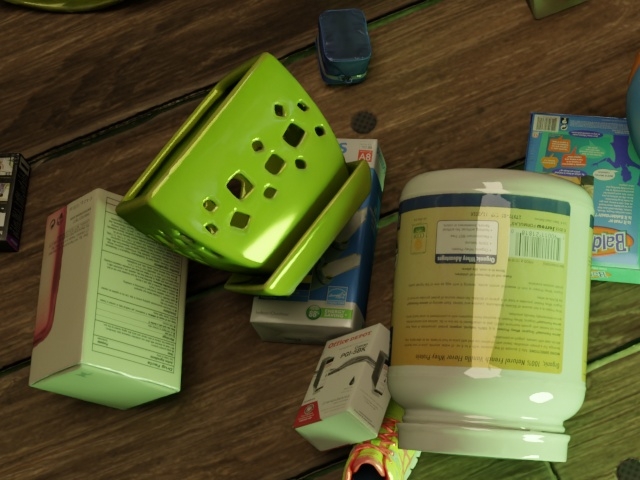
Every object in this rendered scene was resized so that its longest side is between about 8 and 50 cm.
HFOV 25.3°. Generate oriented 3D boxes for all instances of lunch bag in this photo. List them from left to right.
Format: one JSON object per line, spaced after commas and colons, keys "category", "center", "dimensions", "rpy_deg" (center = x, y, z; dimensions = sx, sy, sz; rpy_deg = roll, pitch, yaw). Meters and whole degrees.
{"category": "lunch bag", "center": [0.031, -0.257, 1.934], "dimensions": [0.067, 0.065, 0.098], "rpy_deg": [-3, 64, -8]}

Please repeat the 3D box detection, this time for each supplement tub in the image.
{"category": "supplement tub", "center": [0.194, 0.090, 1.635], "dimensions": [0.228, 0.228, 0.316], "rpy_deg": [3, 82, 12]}

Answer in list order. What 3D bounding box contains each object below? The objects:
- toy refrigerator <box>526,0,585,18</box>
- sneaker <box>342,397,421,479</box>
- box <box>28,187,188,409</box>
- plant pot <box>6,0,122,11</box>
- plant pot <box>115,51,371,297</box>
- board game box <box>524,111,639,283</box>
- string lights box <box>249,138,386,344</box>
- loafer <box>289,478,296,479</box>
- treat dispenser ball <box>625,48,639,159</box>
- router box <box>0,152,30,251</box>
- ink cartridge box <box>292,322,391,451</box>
{"category": "toy refrigerator", "center": [0.296, -0.411, 1.837], "dimensions": [0.094, 0.269, 0.102], "rpy_deg": [-21, 63, 0]}
{"category": "sneaker", "center": [0.070, 0.256, 1.681], "dimensions": [0.081, 0.094, 0.208], "rpy_deg": [4, 66, 14]}
{"category": "box", "center": [-0.260, 0.076, 1.773], "dimensions": [0.127, 0.149, 0.232], "rpy_deg": [-23, 56, 44]}
{"category": "plant pot", "center": [-0.369, -0.580, 2.022], "dimensions": [0.366, 0.366, 0.353], "rpy_deg": [2, 56, 12]}
{"category": "plant pot", "center": [-0.082, -0.060, 1.679], "dimensions": [0.207, 0.227, 0.228], "rpy_deg": [42, 77, -12]}
{"category": "board game box", "center": [0.333, -0.055, 1.794], "dimensions": [0.160, 0.047, 0.210], "rpy_deg": [6, 67, 13]}
{"category": "string lights box", "center": [0.000, 0.000, 1.817], "dimensions": [0.133, 0.077, 0.259], "rpy_deg": [2, 67, 14]}
{"category": "loafer", "center": [0.007, 0.418, 1.617], "dimensions": [0.095, 0.109, 0.302], "rpy_deg": [-31, 67, 1]}
{"category": "treat dispenser ball", "center": [0.506, -0.162, 1.676], "dimensions": [0.288, 0.288, 0.288], "rpy_deg": [-4, 66, 9]}
{"category": "router box", "center": [-0.496, -0.051, 1.952], "dimensions": [0.179, 0.046, 0.133], "rpy_deg": [-1, 67, 11]}
{"category": "ink cartridge box", "center": [0.036, 0.175, 1.699], "dimensions": [0.099, 0.056, 0.135], "rpy_deg": [-23, 33, 42]}
